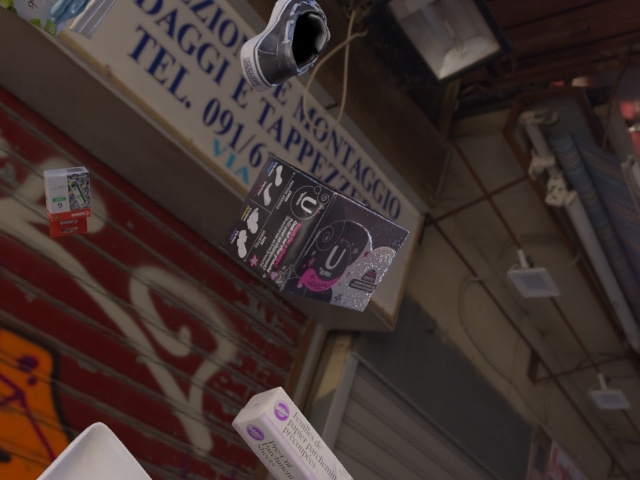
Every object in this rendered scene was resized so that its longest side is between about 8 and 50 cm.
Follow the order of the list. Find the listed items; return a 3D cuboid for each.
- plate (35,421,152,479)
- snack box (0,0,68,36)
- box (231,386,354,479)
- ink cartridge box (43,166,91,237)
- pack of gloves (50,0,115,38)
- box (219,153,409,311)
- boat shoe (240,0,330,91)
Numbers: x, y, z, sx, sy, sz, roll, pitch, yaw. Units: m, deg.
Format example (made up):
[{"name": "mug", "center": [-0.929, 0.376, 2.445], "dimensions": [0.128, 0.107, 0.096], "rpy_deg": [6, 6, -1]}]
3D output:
[{"name": "plate", "center": [-0.185, 0.335, 0.552], "dimensions": [0.045, 0.278, 0.277], "rpy_deg": [-36, -85, 20]}, {"name": "snack box", "center": [-0.379, -0.356, 0.868], "dimensions": [0.100, 0.037, 0.141], "rpy_deg": [28, -41, -12]}, {"name": "box", "center": [0.005, 0.350, 0.913], "dimensions": [0.067, 0.063, 0.324], "rpy_deg": [-27, -76, 39]}, {"name": "ink cartridge box", "center": [-0.396, -0.055, 1.028], "dimensions": [0.029, 0.063, 0.115], "rpy_deg": [36, -51, 46]}, {"name": "pack of gloves", "center": [-0.223, -0.335, 0.775], "dimensions": [0.046, 0.232, 0.195], "rpy_deg": [36, 7, -11]}, {"name": "box", "center": [0.000, 0.000, 1.003], "dimensions": [0.142, 0.163, 0.247], "rpy_deg": [33, 6, 34]}, {"name": "boat shoe", "center": [-0.032, -0.342, 1.083], "dimensions": [0.102, 0.301, 0.108], "rpy_deg": [-10, -61, 25]}]
